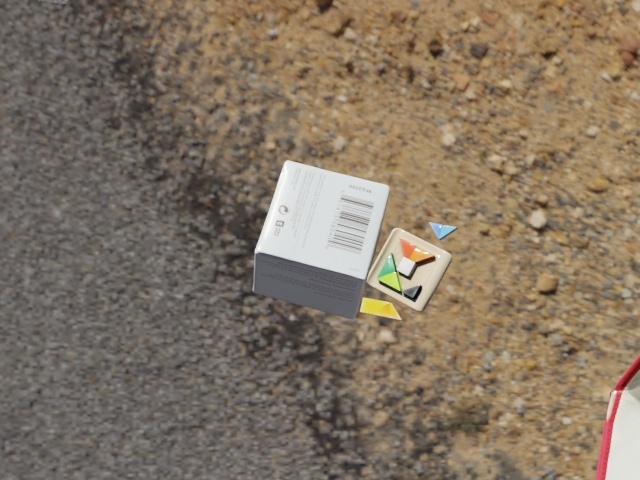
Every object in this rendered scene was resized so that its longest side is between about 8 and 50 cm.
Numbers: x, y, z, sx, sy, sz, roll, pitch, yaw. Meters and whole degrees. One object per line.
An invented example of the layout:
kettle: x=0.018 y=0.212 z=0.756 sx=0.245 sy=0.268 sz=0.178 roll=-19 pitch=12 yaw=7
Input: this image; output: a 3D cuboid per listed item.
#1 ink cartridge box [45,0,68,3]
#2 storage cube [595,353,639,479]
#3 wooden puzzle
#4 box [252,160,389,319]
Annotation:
ink cartridge box: x=-0.197 y=-0.263 z=0.660 sx=0.056 sy=0.181 sz=0.224 roll=27 pitch=107 yaw=27
storage cube: x=0.285 y=0.141 z=0.644 sx=0.193 sy=0.215 sz=0.183 roll=24 pitch=132 yaw=2
wooden puzzle: x=0.089 y=0.030 z=1.130 sx=0.078 sy=0.014 sz=0.116 roll=20 pitch=84 yaw=28
box: x=0.000 y=0.000 z=0.994 sx=0.102 sy=0.087 sz=0.101 roll=14 pitch=62 yaw=4
